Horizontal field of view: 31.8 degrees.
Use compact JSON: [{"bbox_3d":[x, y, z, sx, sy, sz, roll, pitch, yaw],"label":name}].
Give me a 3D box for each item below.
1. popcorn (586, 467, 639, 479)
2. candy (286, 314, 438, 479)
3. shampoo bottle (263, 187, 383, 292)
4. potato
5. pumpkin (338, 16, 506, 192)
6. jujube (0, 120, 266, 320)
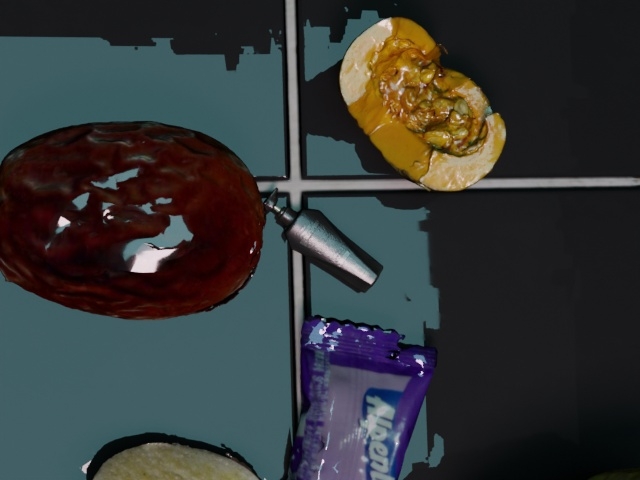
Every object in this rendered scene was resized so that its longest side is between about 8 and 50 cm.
[{"bbox_3d":[0.275,0.380,1.027,0.293,0.292,0.334,16,113,-43],"label":"popcorn"},{"bbox_3d":[0.023,0.217,1.104,0.145,0.070,0.275,14,84,-14],"label":"candy"},{"bbox_3d":[0.000,0.000,1.131,0.137,0.027,0.048,36,90,-6],"label":"shampoo bottle"},{"bbox_3d":[-0.132,0.297,1.045,0.202,0.182,0.117,16,126,-8],"label":"potato"},{"bbox_3d":[0.093,-0.135,1.116,0.119,0.107,0.183,-41,102,-2],"label":"pumpkin"},{"bbox_3d":[-0.173,-0.019,1.028,0.243,0.183,0.183,5,86,-11],"label":"jujube"}]
